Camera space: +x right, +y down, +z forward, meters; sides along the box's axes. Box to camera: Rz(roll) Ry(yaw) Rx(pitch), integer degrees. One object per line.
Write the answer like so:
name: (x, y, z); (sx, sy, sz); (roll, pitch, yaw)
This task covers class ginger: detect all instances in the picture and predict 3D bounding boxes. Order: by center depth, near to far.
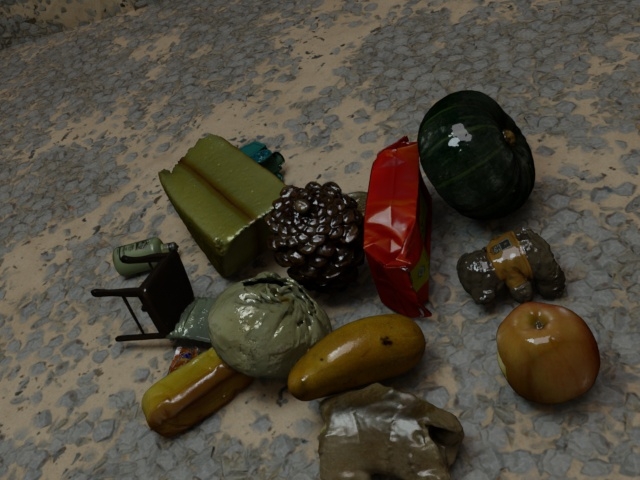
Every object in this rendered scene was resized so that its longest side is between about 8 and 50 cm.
ginger: (0.108, 0.356, 1.232); (0.275, 0.130, 0.221); (21, 63, 38)

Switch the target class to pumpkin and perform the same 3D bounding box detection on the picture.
pumpkin: (0.339, -0.180, 1.570); (0.207, 0.300, 0.300); (-34, 35, 30)

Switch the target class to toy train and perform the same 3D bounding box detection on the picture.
toy train: (-0.197, -0.181, 1.923); (0.198, 0.107, 0.154); (-40, 38, -20)

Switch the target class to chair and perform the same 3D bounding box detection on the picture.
chair: (-0.320, 0.134, 1.590); (0.318, 0.186, 0.160); (-3, 33, 22)

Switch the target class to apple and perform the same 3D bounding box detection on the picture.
apple: (0.391, 0.193, 1.242); (0.199, 0.199, 0.199); (-11, 43, 11)

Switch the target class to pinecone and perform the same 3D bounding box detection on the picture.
pinecone: (0.000, 0.000, 1.531); (0.224, 0.273, 0.224); (-10, 49, 12)

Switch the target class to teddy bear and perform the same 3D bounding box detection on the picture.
teddy bear: (0.372, 0.052, 1.436); (0.190, 0.140, 0.177); (-27, 45, 6)

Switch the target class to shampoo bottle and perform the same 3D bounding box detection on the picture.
shampoo bottle: (-0.442, 0.036, 1.813); (0.161, 0.079, 0.079); (-15, 43, 7)

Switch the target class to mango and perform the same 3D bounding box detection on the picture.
mango: (0.062, 0.216, 1.337); (0.294, 0.177, 0.120); (-11, 75, -24)

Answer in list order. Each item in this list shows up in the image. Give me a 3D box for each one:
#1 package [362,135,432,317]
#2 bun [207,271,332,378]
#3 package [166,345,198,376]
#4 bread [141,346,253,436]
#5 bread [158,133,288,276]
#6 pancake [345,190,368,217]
package: (0.174, -0.030, 1.546); (0.123, 0.196, 0.424); (-9, 44, 17)
bun: (-0.102, 0.154, 1.437); (0.259, 0.152, 0.259); (10, 31, -6)
package: (-0.297, 0.277, 1.542); (0.077, 0.033, 0.111); (0, 51, 9)
bread: (-0.246, 0.303, 1.450); (0.245, 0.102, 0.094); (-32, 37, -14)
bread: (-0.247, -0.128, 1.708); (0.233, 0.245, 0.362); (-36, 75, -15)
pancake: (0.079, -0.069, 1.750); (0.151, 0.025, 0.152); (-11, 42, 10)
